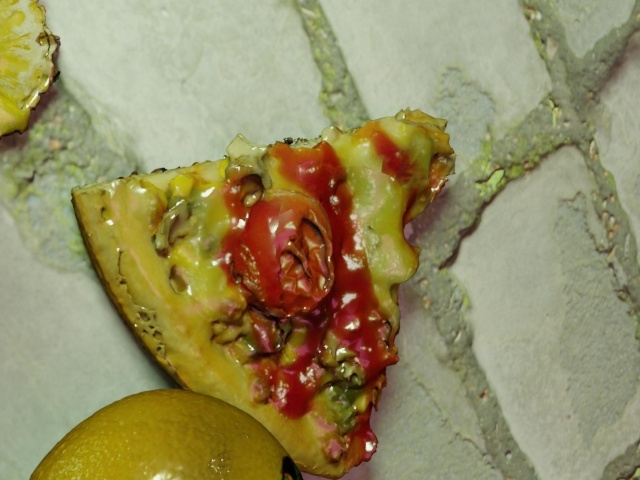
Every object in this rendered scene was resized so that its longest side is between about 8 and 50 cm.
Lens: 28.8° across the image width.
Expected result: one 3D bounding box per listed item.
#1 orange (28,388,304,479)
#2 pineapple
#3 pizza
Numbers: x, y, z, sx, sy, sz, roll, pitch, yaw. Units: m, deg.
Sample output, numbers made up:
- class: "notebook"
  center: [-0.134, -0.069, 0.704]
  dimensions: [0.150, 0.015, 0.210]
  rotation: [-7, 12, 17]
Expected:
- class: "orange"
  center: [-0.137, 0.268, 1.114]
  dimensions: [0.274, 0.274, 0.274]
  rotation: [-7, 102, -34]
- class: "pineapple"
  center: [-0.314, -0.168, 1.046]
  dimensions: [0.221, 0.047, 0.221]
  rotation: [-12, 109, -36]
- class: "pizza"
  center: [0.000, 0.000, 1.244]
  dimensions: [0.406, 0.130, 0.440]
  rotation: [-49, 122, -15]
